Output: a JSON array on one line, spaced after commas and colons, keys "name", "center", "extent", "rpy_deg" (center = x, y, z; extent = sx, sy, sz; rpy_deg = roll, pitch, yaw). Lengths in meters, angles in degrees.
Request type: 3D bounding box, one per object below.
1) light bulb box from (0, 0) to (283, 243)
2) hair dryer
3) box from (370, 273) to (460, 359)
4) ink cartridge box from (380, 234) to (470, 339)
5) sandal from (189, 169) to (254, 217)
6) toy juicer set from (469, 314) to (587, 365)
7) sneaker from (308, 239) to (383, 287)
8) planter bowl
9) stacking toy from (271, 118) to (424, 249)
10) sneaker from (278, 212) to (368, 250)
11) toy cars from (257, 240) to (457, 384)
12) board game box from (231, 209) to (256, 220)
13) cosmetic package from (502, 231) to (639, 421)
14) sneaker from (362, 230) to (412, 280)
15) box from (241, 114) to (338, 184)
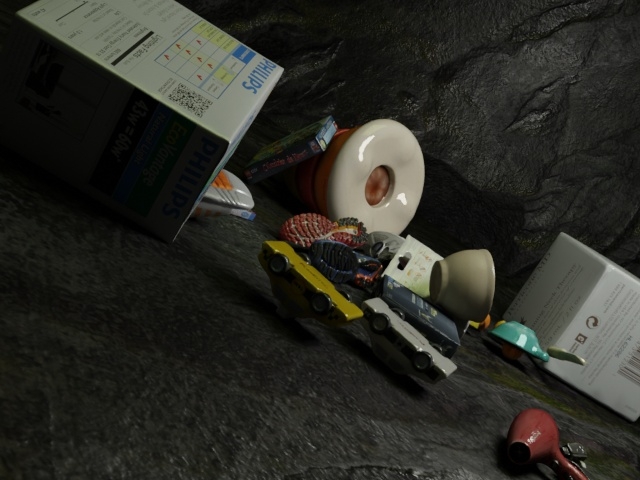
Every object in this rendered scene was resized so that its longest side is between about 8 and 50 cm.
[{"name": "light bulb box", "center": [-0.301, -0.243, 1.396], "extent": [0.361, 0.225, 0.358], "rpy_deg": [32, 32, -6]}, {"name": "hair dryer", "center": [0.402, 0.361, 1.359], "extent": [0.294, 0.080, 0.223], "rpy_deg": [26, 13, -30]}, {"name": "box", "center": [0.192, 0.158, 1.721], "extent": [0.183, 0.059, 0.232], "rpy_deg": [34, 10, 1]}, {"name": "ink cartridge box", "center": [0.257, 0.110, 1.925], "extent": [0.225, 0.056, 0.181], "rpy_deg": [32, 43, 6]}, {"name": "sandal", "center": [-0.252, -0.091, 1.526], "extent": [0.265, 0.076, 0.102], "rpy_deg": [11, 38, -30]}, {"name": "toy juicer set", "center": [0.487, 0.257, 2.081], "extent": [0.329, 0.089, 0.209], "rpy_deg": [27, -4, 15]}, {"name": "sneaker", "center": [0.039, 0.047, 1.780], "extent": [0.087, 0.083, 0.221], "rpy_deg": [24, -2, 39]}, {"name": "planter bowl", "center": [0.300, 0.096, 1.818], "extent": [0.109, 0.162, 0.162], "rpy_deg": [5, 16, -8]}, {"name": "stacking toy", "center": [0.016, -0.196, 2.321], "extent": [0.480, 0.350, 0.351], "rpy_deg": [22, 0, 44]}, {"name": "sneaker", "center": [0.000, 0.000, 1.857], "extent": [0.225, 0.093, 0.088], "rpy_deg": [6, 59, -38]}, {"name": "toy cars", "center": [0.051, 0.136, 1.372], "extent": [0.394, 0.087, 0.176], "rpy_deg": [31, 15, -23]}, {"name": "board game box", "center": [-0.196, -0.081, 1.791], "extent": [0.090, 0.020, 0.090], "rpy_deg": [41, 15, 36]}, {"name": "cosmetic package", "center": [0.771, 0.228, 2.331], "extent": [0.327, 0.329, 0.393], "rpy_deg": [30, 10, -9]}, {"name": "sneaker", "center": [0.172, 0.048, 2.034], "extent": [0.115, 0.105, 0.281], "rpy_deg": [25, 14, -35]}, {"name": "box", "center": [-0.078, -0.235, 2.166], "extent": [0.044, 0.233, 0.159], "rpy_deg": [59, 28, -18]}]
